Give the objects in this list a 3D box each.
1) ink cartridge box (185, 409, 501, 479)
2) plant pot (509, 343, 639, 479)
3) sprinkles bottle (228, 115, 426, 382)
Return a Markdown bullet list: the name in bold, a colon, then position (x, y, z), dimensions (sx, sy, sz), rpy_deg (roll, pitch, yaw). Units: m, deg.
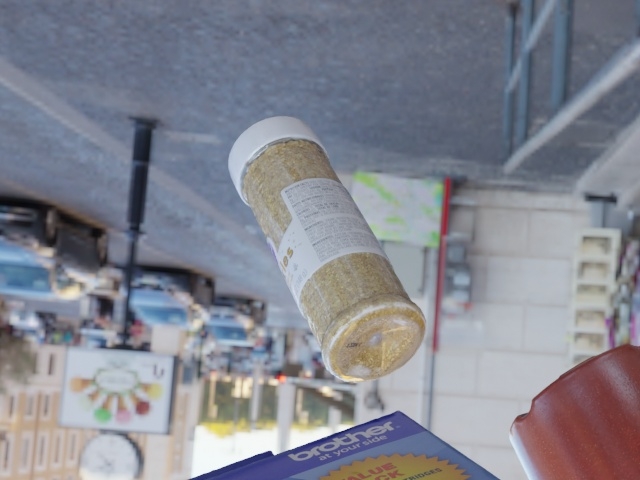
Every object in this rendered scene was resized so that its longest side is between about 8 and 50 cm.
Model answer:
- **ink cartridge box**: position (0.006, 0.245, 0.710), dimensions (0.270, 0.151, 0.395), rpy_deg (-16, -165, -21)
- **plant pot**: position (0.343, 0.262, 1.204), dimensions (0.272, 0.265, 0.272), rpy_deg (-22, 150, -13)
- **sprinkles bottle**: position (0.000, 0.000, 1.359), dimensions (0.121, 0.121, 0.355), rpy_deg (8, -145, -32)
